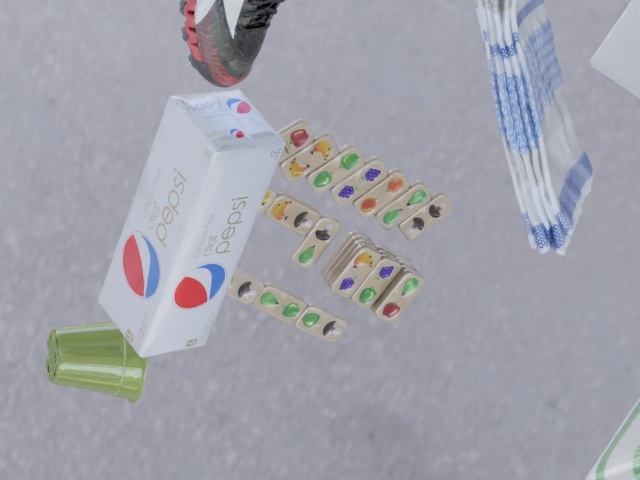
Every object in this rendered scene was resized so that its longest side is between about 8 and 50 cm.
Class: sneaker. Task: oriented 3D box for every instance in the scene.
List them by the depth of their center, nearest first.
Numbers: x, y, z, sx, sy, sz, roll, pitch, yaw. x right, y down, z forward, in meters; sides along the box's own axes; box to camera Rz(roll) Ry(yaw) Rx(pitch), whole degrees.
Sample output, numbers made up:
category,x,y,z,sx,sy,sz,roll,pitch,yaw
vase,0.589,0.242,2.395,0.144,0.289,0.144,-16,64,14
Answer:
category,x,y,z,sx,sy,sz,roll,pitch,yaw
sneaker,-0.072,-0.284,2.075,0.135,0.276,0.098,26,28,32

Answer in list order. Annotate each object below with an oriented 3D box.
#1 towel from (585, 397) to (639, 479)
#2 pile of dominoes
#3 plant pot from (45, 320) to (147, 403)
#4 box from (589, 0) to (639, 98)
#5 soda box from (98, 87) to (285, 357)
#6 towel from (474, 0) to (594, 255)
category,x,y,z,sx,sy,sz,roll,pitch,yaw
towel,0.380,0.119,1.537,0.038,0.325,0.248,67,24,-3
pile of dominoes,0.000,0.000,1.881,0.251,0.196,0.040,27,18,-38
plant pot,-0.207,0.106,1.775,0.079,0.083,0.083,4,52,-22
box,0.471,-0.249,1.954,0.215,0.345,0.168,25,12,-49
soda box,-0.104,-0.012,1.525,0.069,0.216,0.074,-10,47,-38
towel,0.143,-0.147,1.356,0.034,0.285,0.209,-10,13,16
